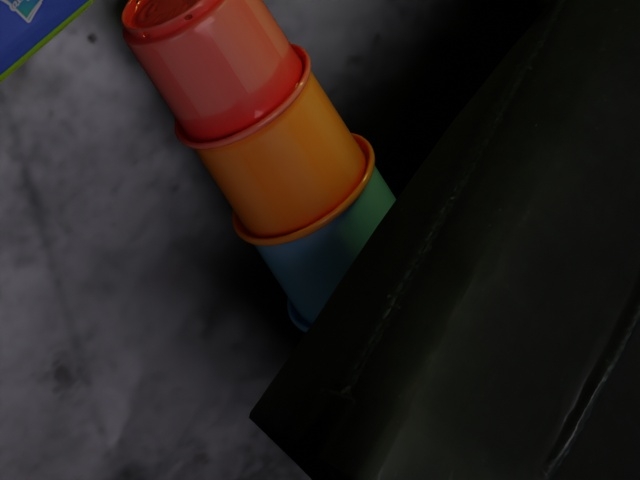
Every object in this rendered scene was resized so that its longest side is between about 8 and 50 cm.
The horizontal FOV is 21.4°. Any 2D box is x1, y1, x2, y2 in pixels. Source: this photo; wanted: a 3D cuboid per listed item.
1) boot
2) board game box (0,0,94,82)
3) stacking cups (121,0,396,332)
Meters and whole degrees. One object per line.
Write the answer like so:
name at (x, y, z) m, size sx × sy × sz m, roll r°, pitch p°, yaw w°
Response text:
boot at (0.212, 0.008, 0.861) m, size 0.367 × 0.146 × 0.445 m, roll 38°, pitch 73°, yaw -26°
board game box at (-0.234, -0.075, 0.533) m, size 0.233 × 0.347 × 0.078 m, roll -41°, pitch 125°, yaw -5°
stacking cups at (0.000, 0.000, 0.856) m, size 0.096 × 0.096 × 0.316 m, roll -40°, pitch 121°, yaw -6°
